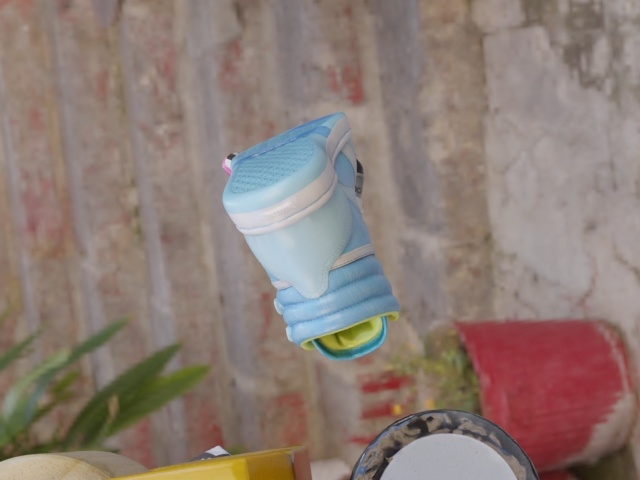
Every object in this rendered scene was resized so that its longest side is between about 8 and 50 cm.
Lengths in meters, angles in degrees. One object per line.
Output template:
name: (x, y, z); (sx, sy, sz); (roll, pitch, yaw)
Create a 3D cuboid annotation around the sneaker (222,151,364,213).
sneaker: (-0.025, -0.080, 1.569); (0.063, 0.170, 0.075); (71, -145, -74)

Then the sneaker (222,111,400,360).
sneaker: (0.000, 0.000, 1.335); (0.319, 0.127, 0.208); (-66, -47, -71)

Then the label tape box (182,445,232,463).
label tape box: (-0.200, 0.425, 1.763); (0.249, 0.347, 0.115); (28, 131, 49)

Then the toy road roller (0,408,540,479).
toy road roller: (-0.021, 0.219, 0.710); (0.202, 0.329, 0.241); (72, -168, -81)
